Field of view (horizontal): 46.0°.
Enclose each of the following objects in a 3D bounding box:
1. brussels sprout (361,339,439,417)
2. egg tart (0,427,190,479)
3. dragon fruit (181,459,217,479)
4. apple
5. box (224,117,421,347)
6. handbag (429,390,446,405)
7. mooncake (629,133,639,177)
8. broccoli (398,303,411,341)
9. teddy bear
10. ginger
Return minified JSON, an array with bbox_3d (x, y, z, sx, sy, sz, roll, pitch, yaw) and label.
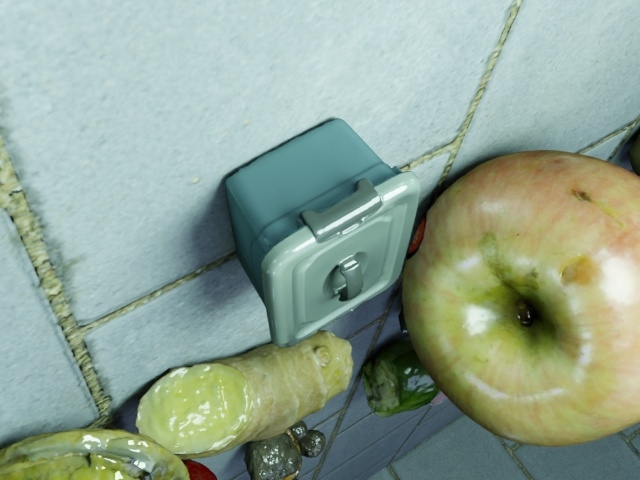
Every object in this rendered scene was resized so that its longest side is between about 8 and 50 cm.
[{"bbox_3d":[0.170,0.278,1.527,0.145,0.131,0.183,-18,147,-28],"label":"brussels sprout"},{"bbox_3d":[-0.283,0.318,0.862,0.278,0.095,0.279,-8,131,-9],"label":"egg tart"},{"bbox_3d":[-0.245,0.438,1.096,0.244,0.244,0.299,-16,164,-42],"label":"dragon fruit"},{"bbox_3d":[0.308,0.075,1.004,0.346,0.391,0.391,-14,149,-52],"label":"apple"},{"bbox_3d":[0.000,0.000,0.732,0.162,0.130,0.227,-30,156,-15],"label":"box"},{"bbox_3d":[0.297,0.280,1.739,0.205,0.116,0.179,-24,154,-26],"label":"handbag"},{"bbox_3d":[0.770,-0.077,1.295,0.262,0.467,0.467,-46,156,20],"label":"mooncake"},{"bbox_3d":[0.262,0.106,1.273,0.247,0.263,0.243,17,97,-27],"label":"broccoli"},{"bbox_3d":[-0.083,0.432,1.483,0.190,0.140,0.177,62,39,-59],"label":"teddy bear"},{"bbox_3d":[-0.095,0.208,1.020,0.354,0.126,0.190,-3,151,-49],"label":"ginger"}]
